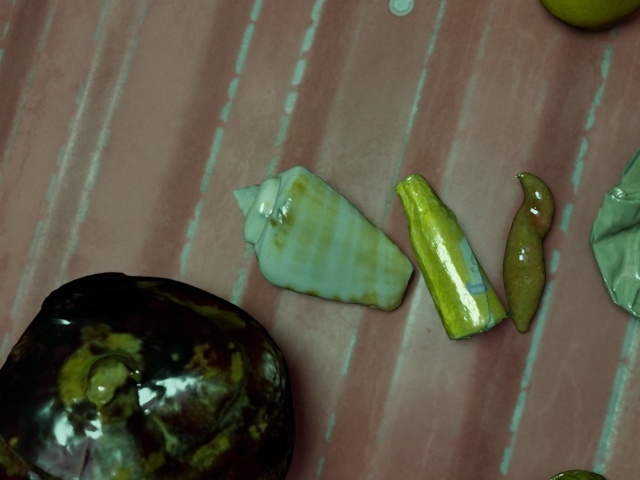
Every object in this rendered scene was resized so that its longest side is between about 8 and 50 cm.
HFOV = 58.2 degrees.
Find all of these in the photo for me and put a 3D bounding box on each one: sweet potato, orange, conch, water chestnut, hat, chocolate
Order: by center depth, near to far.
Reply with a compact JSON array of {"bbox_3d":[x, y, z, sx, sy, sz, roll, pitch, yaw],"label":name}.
[{"bbox_3d":[-0.200,0.219,0.680,0.335,0.335,0.346,23,130,12],"label":"water chestnut"},{"bbox_3d":[0.452,-0.016,0.689,0.214,0.149,0.245,36,55,20],"label":"hat"},{"bbox_3d":[0.340,-0.342,0.714,0.155,0.134,0.154,-1,99,-8],"label":"orange"},{"bbox_3d":[0.259,0.015,0.722,0.055,0.058,0.202,8,88,9],"label":"sweet potato"},{"bbox_3d":[0.154,0.016,0.733,0.086,0.085,0.219,-27,78,7],"label":"chocolate"},{"bbox_3d":[-0.003,-0.002,0.736,0.255,0.127,0.158,23,88,11],"label":"conch"}]

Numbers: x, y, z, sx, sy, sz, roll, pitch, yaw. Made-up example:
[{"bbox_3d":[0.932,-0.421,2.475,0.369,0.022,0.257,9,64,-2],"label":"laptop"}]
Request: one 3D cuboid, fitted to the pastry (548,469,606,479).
[{"bbox_3d":[0.310,0.325,0.683,0.109,0.057,0.097,12,92,14],"label":"pastry"}]
